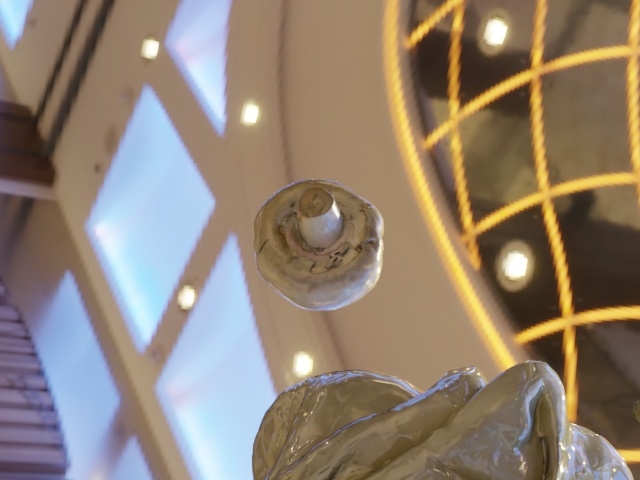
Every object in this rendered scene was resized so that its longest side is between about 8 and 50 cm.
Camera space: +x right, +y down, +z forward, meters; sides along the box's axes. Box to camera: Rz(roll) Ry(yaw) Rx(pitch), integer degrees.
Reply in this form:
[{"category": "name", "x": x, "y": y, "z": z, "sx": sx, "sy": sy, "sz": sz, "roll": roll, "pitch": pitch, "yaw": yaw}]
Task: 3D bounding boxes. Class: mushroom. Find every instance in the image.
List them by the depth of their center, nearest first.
[{"category": "mushroom", "x": 0.000, "y": 0.000, "z": 1.434, "sx": 0.122, "sy": 0.154, "sz": 0.154, "roll": 84, "pitch": -12, "yaw": -52}]

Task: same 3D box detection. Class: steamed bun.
[{"category": "steamed bun", "x": 0.063, "y": 0.226, "z": 0.830, "sx": 0.268, "sy": 0.280, "sz": 0.207, "roll": -16, "pitch": -148, "yaw": 36}]

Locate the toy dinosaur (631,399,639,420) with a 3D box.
[{"category": "toy dinosaur", "x": 0.196, "y": 0.108, "z": 0.702, "sx": 0.029, "sy": 0.060, "sz": 0.120, "roll": -7, "pitch": -109, "yaw": 59}]
